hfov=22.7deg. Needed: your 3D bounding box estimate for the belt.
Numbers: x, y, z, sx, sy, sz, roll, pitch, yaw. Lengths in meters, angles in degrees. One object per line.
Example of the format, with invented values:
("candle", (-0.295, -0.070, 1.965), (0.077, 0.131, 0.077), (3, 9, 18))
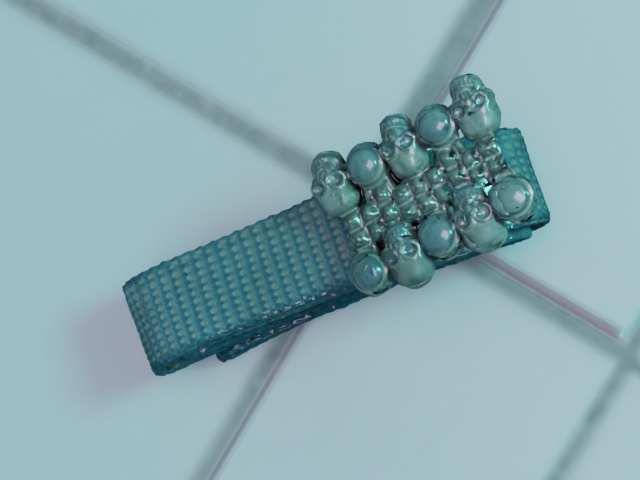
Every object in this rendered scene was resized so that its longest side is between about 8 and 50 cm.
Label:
("belt", (0.002, 0.005, 0.635), (0.179, 0.100, 0.065), (-25, 80, 11))
